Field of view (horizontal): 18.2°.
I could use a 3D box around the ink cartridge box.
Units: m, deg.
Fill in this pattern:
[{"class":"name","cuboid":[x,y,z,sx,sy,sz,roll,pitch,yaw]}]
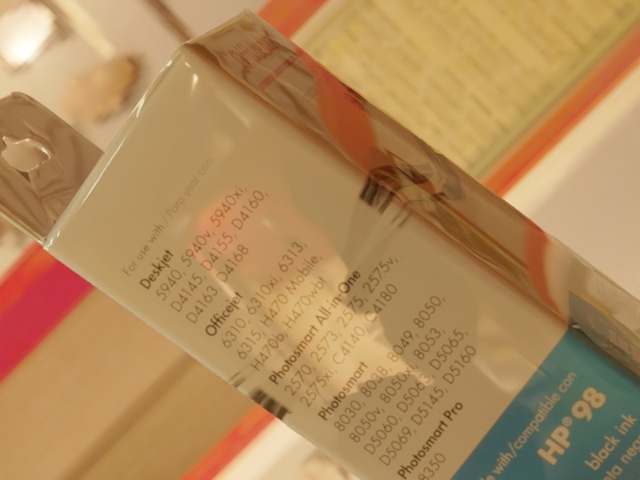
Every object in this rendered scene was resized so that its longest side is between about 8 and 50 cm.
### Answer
[{"class":"ink cartridge box","cuboid":[0.000,0.000,0.495,0.180,0.060,0.104,36,-168,-2]}]
